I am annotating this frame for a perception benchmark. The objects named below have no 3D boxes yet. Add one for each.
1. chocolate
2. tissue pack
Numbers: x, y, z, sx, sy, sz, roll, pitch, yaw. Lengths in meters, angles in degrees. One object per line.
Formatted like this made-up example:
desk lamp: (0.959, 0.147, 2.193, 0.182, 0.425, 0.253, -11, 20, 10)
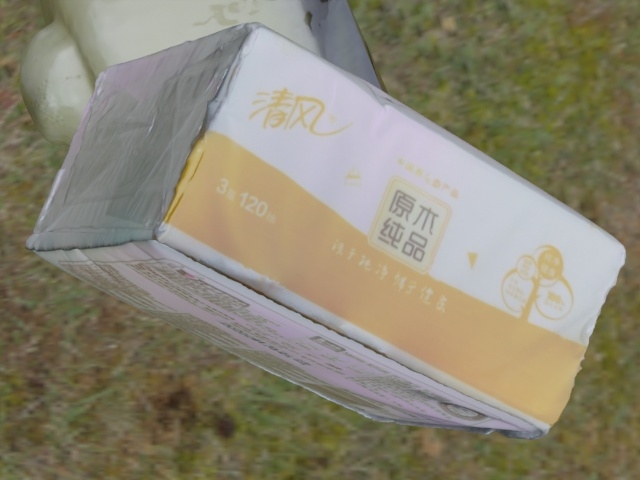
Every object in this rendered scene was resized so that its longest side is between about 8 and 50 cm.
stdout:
chocolate: (-0.125, -0.161, 1.696, 0.297, 0.314, 0.326, -32, 124, -4)
tissue pack: (0.000, 0.000, 0.880, 0.225, 0.185, 0.124, 28, 74, -24)
